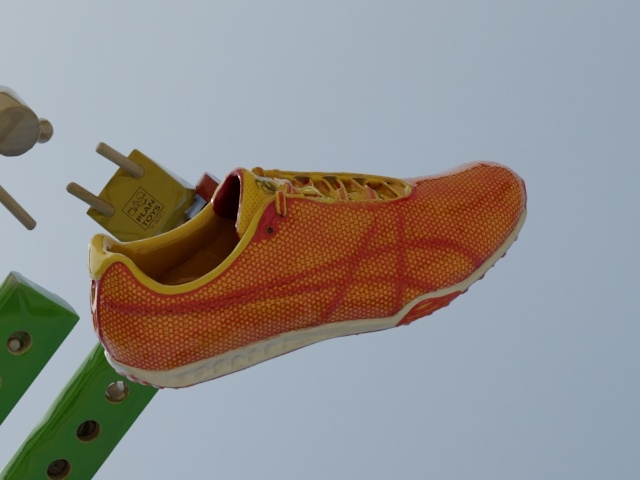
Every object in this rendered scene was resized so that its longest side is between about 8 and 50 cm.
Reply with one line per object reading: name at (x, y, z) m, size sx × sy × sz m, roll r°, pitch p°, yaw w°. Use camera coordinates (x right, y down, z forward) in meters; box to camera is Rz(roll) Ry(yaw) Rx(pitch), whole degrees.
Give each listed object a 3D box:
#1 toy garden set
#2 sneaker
toy garden set at (-0.173, 0.010, 0.965) m, size 0.204 × 0.244 × 0.049 m, roll -53°, pitch -143°, yaw 5°
sneaker at (0.000, 0.000, 0.701) m, size 0.175 × 0.067 × 0.064 m, roll -20°, pitch -153°, yaw -20°
